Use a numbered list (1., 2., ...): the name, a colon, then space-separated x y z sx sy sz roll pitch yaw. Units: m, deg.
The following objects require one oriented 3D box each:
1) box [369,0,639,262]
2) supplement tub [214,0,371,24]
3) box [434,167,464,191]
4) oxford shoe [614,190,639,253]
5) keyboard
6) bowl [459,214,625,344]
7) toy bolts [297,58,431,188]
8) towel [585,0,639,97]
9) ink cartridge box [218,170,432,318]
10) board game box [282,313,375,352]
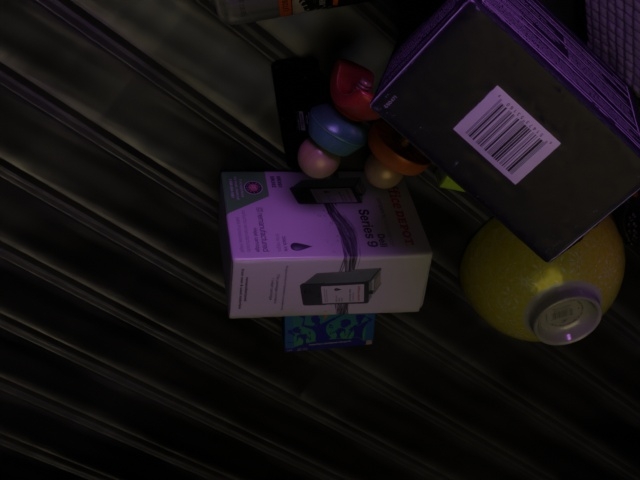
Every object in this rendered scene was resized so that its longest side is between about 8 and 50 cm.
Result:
1. box: 0.242 -0.177 1.217 0.296 0.294 0.183 41 119 -10
2. supplement tub: 0.019 -0.370 1.125 0.315 0.194 0.194 -11 133 -2
3. box: 0.281 -0.116 1.507 0.178 0.042 0.109 10 130 -20
4. oxford shoe: 0.530 -0.075 1.557 0.096 0.083 0.227 -29 131 -22
5. keyboard: -0.010 -0.182 1.407 0.100 0.038 0.192 7 135 14
6. bowl: 0.390 0.081 1.630 0.289 0.156 0.290 -5 132 -6
7. toy bolts: 0.085 -0.120 1.335 0.228 0.218 0.158 16 122 -33
8. towel: 0.455 -0.295 1.234 0.121 0.235 0.284 -32 140 -6
9. ink cartridge box: 0.000 0.000 1.445 0.289 0.211 0.122 -2 130 -11
10. board game box: 0.014 0.097 1.644 0.160 0.047 0.210 -5 131 -6
